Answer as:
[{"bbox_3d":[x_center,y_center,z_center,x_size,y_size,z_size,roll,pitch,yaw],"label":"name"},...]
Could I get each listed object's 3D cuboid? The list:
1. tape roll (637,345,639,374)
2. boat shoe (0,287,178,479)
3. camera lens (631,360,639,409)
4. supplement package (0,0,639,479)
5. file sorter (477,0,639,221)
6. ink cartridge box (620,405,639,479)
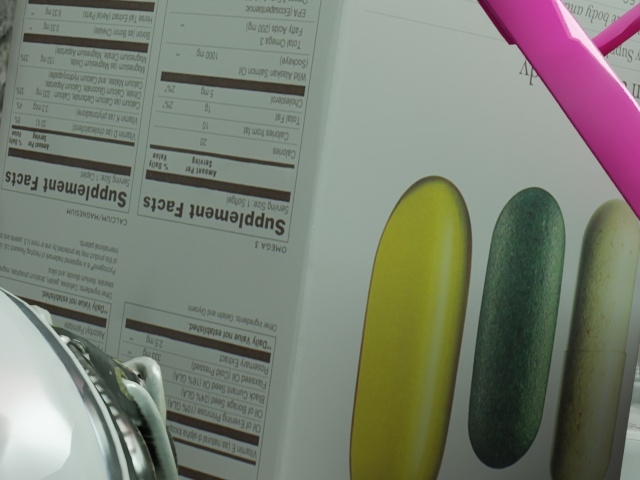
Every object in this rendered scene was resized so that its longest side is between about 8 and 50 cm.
[{"bbox_3d":[0.314,0.045,1.043,0.246,0.246,0.169,7,2,-31],"label":"tape roll"},{"bbox_3d":[-0.100,0.063,0.602,0.119,0.121,0.335,2,2,-23],"label":"boat shoe"},{"bbox_3d":[0.287,0.014,1.416,0.219,0.274,0.219,7,1,0],"label":"camera lens"},{"bbox_3d":[0.000,0.000,0.788,0.199,0.262,0.198,6,3,-44],"label":"supplement package"},{"bbox_3d":[0.211,-0.012,0.627,0.291,0.182,0.202,43,15,-52],"label":"file sorter"},{"bbox_3d":[0.083,0.104,1.070,0.165,0.065,0.333,7,3,-12],"label":"ink cartridge box"}]
